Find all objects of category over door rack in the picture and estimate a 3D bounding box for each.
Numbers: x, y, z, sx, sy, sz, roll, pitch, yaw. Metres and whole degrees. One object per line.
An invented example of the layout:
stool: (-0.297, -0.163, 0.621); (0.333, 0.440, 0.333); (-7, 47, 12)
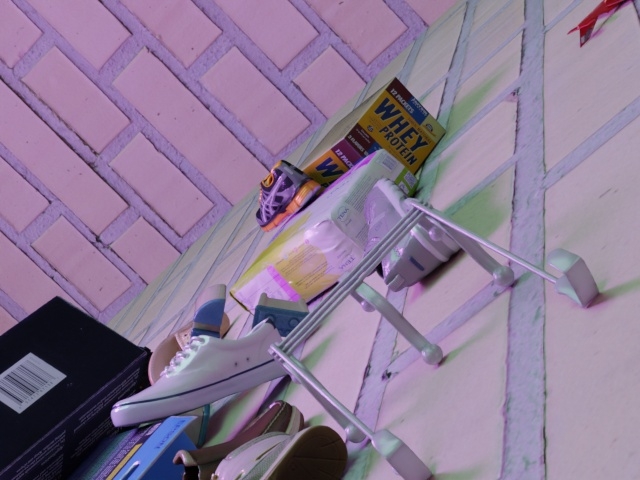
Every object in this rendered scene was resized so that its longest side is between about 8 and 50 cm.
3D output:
over door rack: (0.102, 0.095, 1.122); (0.239, 0.108, 0.324); (-46, 24, -7)

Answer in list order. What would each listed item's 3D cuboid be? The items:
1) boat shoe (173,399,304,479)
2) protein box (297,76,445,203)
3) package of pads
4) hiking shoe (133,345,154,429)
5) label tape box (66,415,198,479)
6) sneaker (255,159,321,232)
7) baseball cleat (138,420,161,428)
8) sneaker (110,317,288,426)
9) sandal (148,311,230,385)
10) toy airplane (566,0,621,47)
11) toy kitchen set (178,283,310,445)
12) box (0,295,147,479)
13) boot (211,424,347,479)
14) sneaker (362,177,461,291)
boat shoe: (-0.118, 0.263, 1.302); (0.257, 0.095, 0.095); (-51, 11, -33)
protein box: (0.079, -0.147, 2.078); (0.201, 0.136, 0.200); (-34, 14, 50)
package of pads: (0.000, 0.000, 1.892); (0.296, 0.101, 0.229); (-37, 11, 44)
hiking shoe: (-0.377, 0.302, 2.168); (0.132, 0.113, 0.304); (-40, 11, 24)
label tape box: (-0.266, 0.358, 1.486); (0.249, 0.115, 0.347); (-50, 13, -30)
sneaker: (-0.070, -0.081, 2.021); (0.084, 0.083, 0.215); (-47, 5, -28)
baseball cleat: (-0.210, 0.258, 1.849); (0.109, 0.072, 0.206); (-20, 28, 36)
sneaker: (-0.165, 0.176, 1.566); (0.258, 0.091, 0.094); (-18, -6, -26)
sandal: (-0.225, 0.181, 2.125); (0.079, 0.088, 0.240); (-45, 3, 39)
toy airplane: (0.431, -0.353, 1.789); (0.151, 0.028, 0.151); (-42, 11, 10)
toy kitchen set: (-0.113, 0.187, 1.698); (0.122, 0.166, 0.207); (-99, 20, -69)
box: (-0.437, 0.311, 1.676); (0.343, 0.179, 0.312); (-41, -27, -47)
boot: (-0.080, 0.270, 1.179); (0.213, 0.077, 0.165); (-43, 9, -22)
sneaker: (0.089, -0.005, 1.533); (0.115, 0.105, 0.281); (-45, 10, 0)
